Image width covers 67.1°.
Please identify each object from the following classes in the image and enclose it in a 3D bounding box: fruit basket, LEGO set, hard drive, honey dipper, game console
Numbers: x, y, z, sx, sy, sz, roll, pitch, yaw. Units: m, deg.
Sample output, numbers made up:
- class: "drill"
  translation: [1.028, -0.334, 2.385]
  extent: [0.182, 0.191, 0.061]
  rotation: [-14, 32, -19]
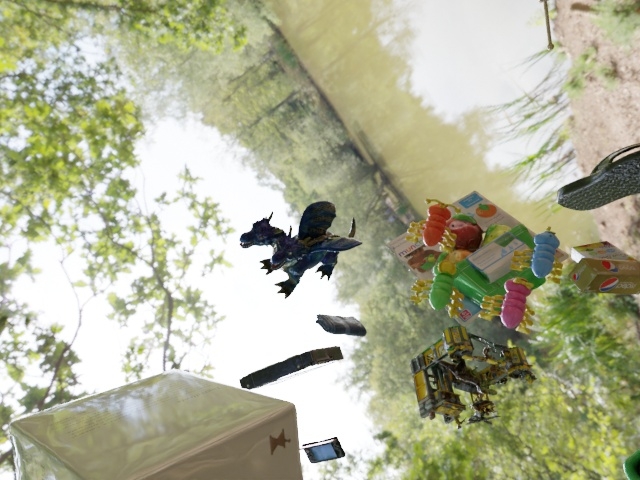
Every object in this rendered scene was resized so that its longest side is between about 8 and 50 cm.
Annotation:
- class: "fruit basket"
  translation: [0.397, 0.019, 1.277]
  extent: [0.353, 0.327, 0.165]
  rotation: [54, 170, 40]
- class: "LEGO set"
  translation: [0.401, 0.383, 1.258]
  extent: [0.331, 0.255, 0.192]
  rotation: [28, -142, -30]
- class: "hard drive"
  translation: [-0.108, 0.482, 1.824]
  extent: [0.237, 0.339, 0.064]
  rotation: [12, -125, -59]
- class: "honey dipper"
  translation: [0.597, -0.584, 1.269]
  extent: [0.030, 0.030, 0.161]
  rotation: [-88, -16, -77]
- class: "game console"
  translation: [-0.003, 0.738, 1.673]
  extent: [0.124, 0.144, 0.085]
  rotation: [66, -160, -11]

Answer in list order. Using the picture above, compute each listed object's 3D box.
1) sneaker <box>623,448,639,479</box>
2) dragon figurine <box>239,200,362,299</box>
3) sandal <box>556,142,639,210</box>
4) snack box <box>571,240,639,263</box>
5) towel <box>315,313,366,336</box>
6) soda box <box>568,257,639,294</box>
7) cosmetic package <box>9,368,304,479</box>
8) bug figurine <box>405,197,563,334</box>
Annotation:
- class: "sneaker"
  translation: [0.548, 0.284, 0.641]
  extent: [0.123, 0.295, 0.109]
  rotation: [14, -137, -26]
- class: "dragon figurine"
  translation: [0.000, 0.000, 0.716]
  extent: [0.289, 0.144, 0.085]
  rotation: [-19, -113, -41]
- class: "sandal"
  translation: [0.850, -0.198, 1.361]
  extent: [0.167, 0.107, 0.446]
  rotation: [19, 164, -13]
- class: "snack box"
  translation: [0.743, 0.050, 1.264]
  extent: [0.141, 0.100, 0.037]
  rotation: [-98, -4, -67]
- class: "towel"
  translation: [0.050, 0.197, 1.125]
  extent: [0.119, 0.029, 0.067]
  rotation: [15, -167, -38]
- class: "soda box"
  translation: [0.683, 0.084, 1.134]
  extent: [0.181, 0.061, 0.058]
  rotation: [3, -141, -20]
- class: "cosmetic package"
  translation: [-0.269, 0.441, 0.808]
  extent: [0.327, 0.393, 0.329]
  rotation: [-7, -87, -47]
- class: "bug figurine"
  translation: [0.280, 0.040, 0.826]
  extent: [0.279, 0.216, 0.072]
  rotation: [15, 154, 9]
